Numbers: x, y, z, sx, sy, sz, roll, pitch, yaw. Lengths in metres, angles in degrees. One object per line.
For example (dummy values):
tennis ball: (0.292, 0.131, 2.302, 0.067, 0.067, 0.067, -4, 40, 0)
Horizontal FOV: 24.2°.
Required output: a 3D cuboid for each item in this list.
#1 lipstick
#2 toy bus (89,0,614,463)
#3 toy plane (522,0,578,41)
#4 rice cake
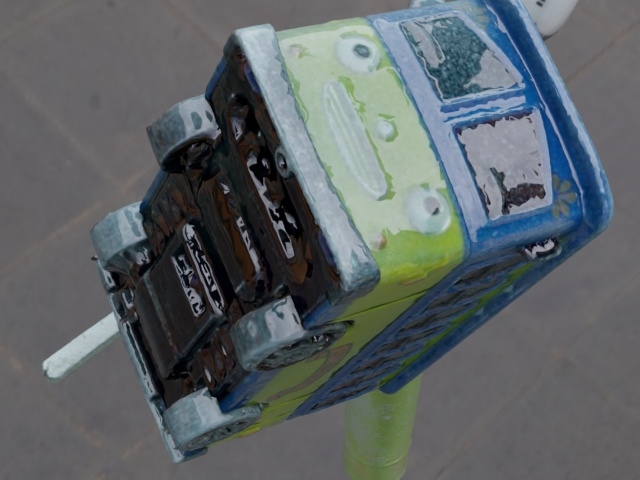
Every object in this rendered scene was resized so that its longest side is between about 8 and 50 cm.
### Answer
lipstick: (0.060, 0.158, 1.476, 0.076, 0.304, 0.076, 1, 58, -1)
toy bus: (0.000, 0.000, 0.832, 0.190, 0.312, 0.152, -15, 74, -26)
toy plane: (0.199, -0.257, 1.167, 0.251, 0.255, 0.101, 11, 32, -38)
rice cake: (-0.235, 0.100, 1.640, 0.171, 0.033, 0.029, -38, 79, -24)
